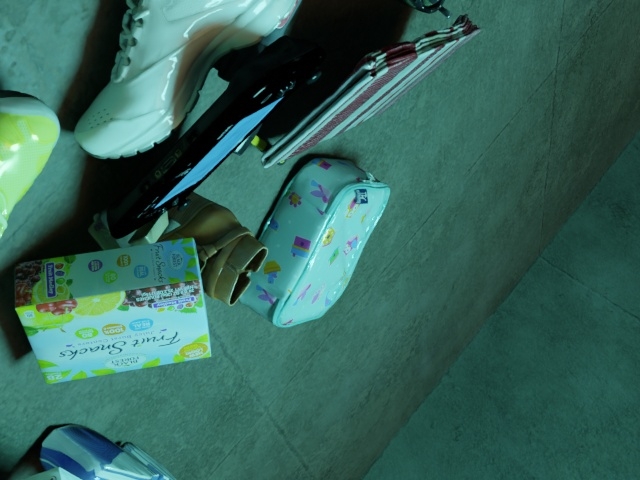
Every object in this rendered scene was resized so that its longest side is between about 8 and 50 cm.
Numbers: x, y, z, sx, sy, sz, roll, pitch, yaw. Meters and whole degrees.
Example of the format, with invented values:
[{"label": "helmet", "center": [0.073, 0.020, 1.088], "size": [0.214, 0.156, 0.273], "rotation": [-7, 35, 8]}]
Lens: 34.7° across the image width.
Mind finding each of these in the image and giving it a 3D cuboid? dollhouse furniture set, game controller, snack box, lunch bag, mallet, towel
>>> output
[{"label": "dollhouse furniture set", "center": [-0.252, -0.016, 1.270], "size": [0.081, 0.091, 0.114], "rotation": [57, 35, -23]}, {"label": "game controller", "center": [-0.123, -0.110, 1.158], "size": [0.319, 0.067, 0.166], "rotation": [-40, -172, 37]}, {"label": "snack box", "center": [-0.241, 0.086, 1.219], "size": [0.207, 0.070, 0.174], "rotation": [-7, 144, -7]}, {"label": "lunch bag", "center": [0.000, 0.000, 1.655], "size": [0.224, 0.108, 0.279], "rotation": [-2, 123, -62]}, {"label": "mallet", "center": [-0.088, -0.125, 1.413], "size": [0.062, 0.039, 0.189], "rotation": [-54, 161, -5]}, {"label": "towel", "center": [0.072, -0.215, 1.457], "size": [0.237, 0.037, 0.329], "rotation": [-38, 176, 38]}]

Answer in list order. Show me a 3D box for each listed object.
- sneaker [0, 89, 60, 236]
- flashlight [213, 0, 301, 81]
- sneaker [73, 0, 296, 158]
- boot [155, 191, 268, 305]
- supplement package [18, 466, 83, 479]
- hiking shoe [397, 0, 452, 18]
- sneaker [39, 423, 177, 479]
[{"label": "sneaker", "center": [-0.365, 0.026, 0.929], "size": [0.384, 0.147, 0.145], "rotation": [-50, 155, -15]}, {"label": "flashlight", "center": [-0.033, -0.317, 1.175], "size": [0.103, 0.103, 0.304], "rotation": [21, 105, -40]}, {"label": "sneaker", "center": [-0.163, -0.212, 1.070], "size": [0.297, 0.111, 0.129], "rotation": [-47, 132, 8]}, {"label": "boot", "center": [-0.170, 0.045, 1.326], "size": [0.197, 0.152, 0.073], "rotation": [-59, 157, 9]}, {"label": "supplement package", "center": [-0.378, 0.420, 1.284], "size": [0.203, 0.194, 0.149], "rotation": [-19, 153, 0]}, {"label": "hiking shoe", "center": [0.122, -0.373, 1.377], "size": [0.086, 0.114, 0.227], "rotation": [-58, 158, 2]}, {"label": "sneaker", "center": [-0.332, 0.393, 1.518], "size": [0.182, 0.127, 0.315], "rotation": [-54, 159, -9]}]
